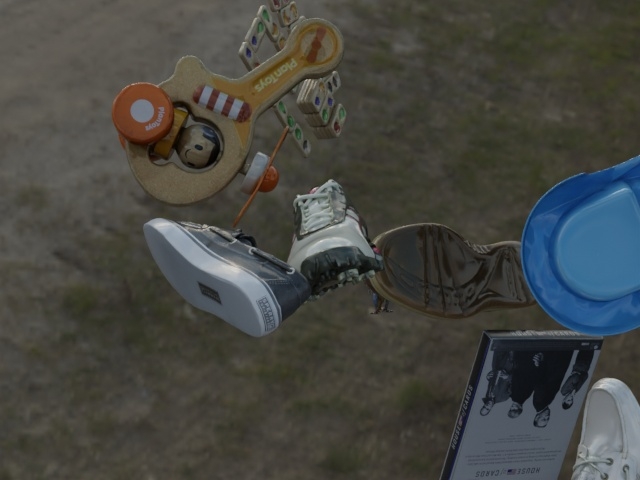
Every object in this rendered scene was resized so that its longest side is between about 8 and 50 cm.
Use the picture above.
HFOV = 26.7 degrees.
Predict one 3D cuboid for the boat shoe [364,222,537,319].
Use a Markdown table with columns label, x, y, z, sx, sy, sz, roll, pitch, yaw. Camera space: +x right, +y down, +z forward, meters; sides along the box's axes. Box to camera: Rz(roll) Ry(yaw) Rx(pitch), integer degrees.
| label | x | y | z | sx | sy | sz | roll | pitch | yaw |
| --- | --- | --- | --- | --- | --- | --- | --- | --- | --- |
| boat shoe | 0.153 | 0.050 | 1.770 | 0.123 | 0.123 | 0.342 | -16 | -11 | 40 |

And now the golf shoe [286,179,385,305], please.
| label | x | y | z | sx | sy | sz | roll | pitch | yaw |
| --- | --- | --- | --- | --- | --- | --- | --- | --- | --- |
| golf shoe | 0.000 | 0.000 | 1.431 | 0.105 | 0.120 | 0.273 | -21 | 0 | 4 |

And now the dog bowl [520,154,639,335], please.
| label | x | y | z | sx | sy | sz | roll | pitch | yaw |
| --- | --- | --- | --- | --- | --- | --- | --- | --- | --- |
| dog bowl | 0.344 | -0.015 | 1.380 | 0.297 | 0.166 | 0.074 | -23 | 3 | 2 |

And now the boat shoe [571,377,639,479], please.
| label | x | y | z | sx | sy | sz | roll | pitch | yaw |
| --- | --- | --- | --- | --- | --- | --- | --- | --- | --- |
| boat shoe | 0.400 | 0.335 | 1.894 | 0.096 | 0.277 | 0.098 | -4 | 0 | -37 |

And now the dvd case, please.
| label | x | y | z | sx | sy | sz | roll | pitch | yaw |
| --- | --- | --- | --- | --- | --- | --- | --- | --- | --- |
| dvd case | 0.266 | 0.228 | 1.794 | 0.179 | 0.239 | 0.029 | 2 | 25 | -26 |

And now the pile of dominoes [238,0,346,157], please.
| label | x | y | z | sx | sy | sz | roll | pitch | yaw |
| --- | --- | --- | --- | --- | --- | --- | --- | --- | --- |
| pile of dominoes | -0.029 | -0.274 | 2.145 | 0.040 | 0.251 | 0.196 | -5 | 48 | 30 |

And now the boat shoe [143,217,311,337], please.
| label | x | y | z | sx | sy | sz | roll | pitch | yaw |
| --- | --- | --- | --- | --- | --- | --- | --- | --- | --- |
| boat shoe | -0.089 | 0.021 | 1.293 | 0.076 | 0.080 | 0.228 | -29 | 29 | -25 |

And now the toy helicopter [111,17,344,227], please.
| label | x | y | z | sx | sy | sz | roll | pitch | yaw |
| --- | --- | --- | --- | --- | --- | --- | --- | --- | --- |
| toy helicopter | -0.103 | -0.174 | 1.875 | 0.355 | 0.140 | 0.235 | -38 | 85 | -9 |

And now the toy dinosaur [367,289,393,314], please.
| label | x | y | z | sx | sy | sz | roll | pitch | yaw |
| --- | --- | --- | --- | --- | --- | --- | --- | --- | --- |
| toy dinosaur | 0.088 | 0.072 | 2.079 | 0.047 | 0.082 | 0.090 | -5 | 3 | -17 |
